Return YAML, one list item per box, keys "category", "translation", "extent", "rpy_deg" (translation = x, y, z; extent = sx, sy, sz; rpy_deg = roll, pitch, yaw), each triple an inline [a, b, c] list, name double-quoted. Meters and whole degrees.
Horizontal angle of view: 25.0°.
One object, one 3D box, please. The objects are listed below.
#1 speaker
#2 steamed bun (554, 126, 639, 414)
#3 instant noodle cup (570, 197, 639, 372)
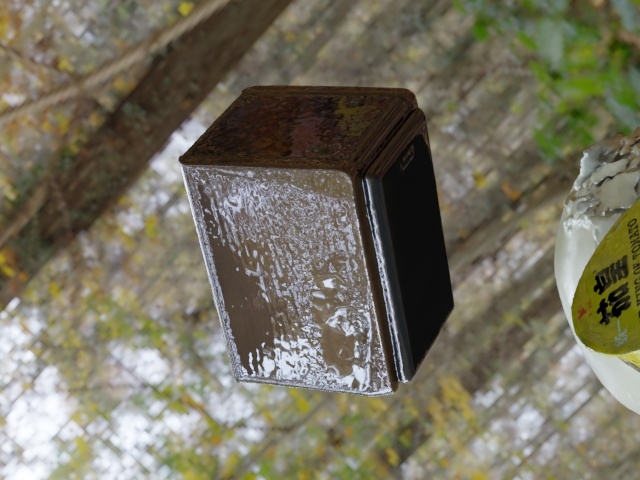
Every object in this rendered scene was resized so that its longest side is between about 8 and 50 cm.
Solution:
- category: "speaker"
  translation: [0.000, 0.000, 1.259]
  extent: [0.153, 0.193, 0.230]
  rpy_deg: [-54, -40, -50]
- category: "steamed bun"
  translation: [0.392, 0.023, 1.364]
  extent: [0.233, 0.334, 0.311]
  rpy_deg: [42, -154, -60]
- category: "instant noodle cup"
  translation: [0.292, 0.049, 1.016]
  extent: [0.144, 0.182, 0.182]
  rpy_deg: [40, -166, -18]
